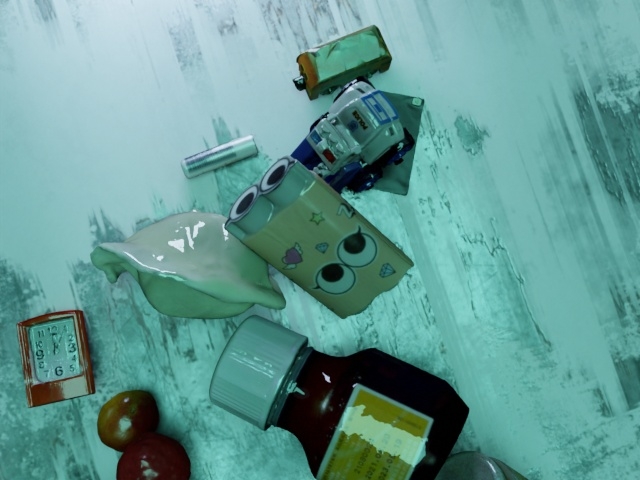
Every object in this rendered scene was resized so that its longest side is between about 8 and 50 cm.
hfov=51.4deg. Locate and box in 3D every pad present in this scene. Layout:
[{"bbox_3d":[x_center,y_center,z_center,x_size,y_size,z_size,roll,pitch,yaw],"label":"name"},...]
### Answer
[{"bbox_3d":[0.125,-0.187,1.257,0.116,0.004,0.193,12,86,-1],"label":"pad"}]

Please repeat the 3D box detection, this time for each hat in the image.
[{"bbox_3d":[-0.291,0.481,1.080,0.274,0.242,0.332,7,75,-27],"label":"hat"}]

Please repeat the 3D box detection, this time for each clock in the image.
[{"bbox_3d":[-0.461,0.204,1.169,0.113,0.061,0.155,-11,83,-4],"label":"clock"}]

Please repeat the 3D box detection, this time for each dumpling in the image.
[{"bbox_3d":[-0.214,0.035,1.099,0.318,0.243,0.187,10,84,11],"label":"dumpling"}]

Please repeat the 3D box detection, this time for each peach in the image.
[{"bbox_3d":[-0.329,0.307,1.145,0.100,0.101,0.101,0,85,-3],"label":"peach"}]

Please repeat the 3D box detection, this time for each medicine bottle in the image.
[{"bbox_3d":[0.316,0.462,1.067,0.322,0.151,0.151,39,84,-31],"label":"medicine bottle"},{"bbox_3d":[0.023,0.270,1.110,0.395,0.242,0.242,27,84,13],"label":"medicine bottle"}]

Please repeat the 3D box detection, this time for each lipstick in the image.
[{"bbox_3d":[-0.186,-0.154,1.220,0.141,0.040,0.040,-21,87,-4],"label":"lipstick"}]

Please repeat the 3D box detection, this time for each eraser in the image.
[{"bbox_3d":[0.000,0.000,1.120,0.171,0.087,0.290,-41,118,18],"label":"eraser"}]

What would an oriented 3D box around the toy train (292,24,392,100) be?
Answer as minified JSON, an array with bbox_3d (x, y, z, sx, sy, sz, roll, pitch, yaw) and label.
[{"bbox_3d":[0.040,-0.321,1.215,0.188,0.099,0.072,-23,87,-5],"label":"toy train"}]

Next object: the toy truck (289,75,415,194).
[{"bbox_3d":[0.036,-0.163,1.147,0.177,0.213,0.161,-30,80,-45],"label":"toy truck"}]
